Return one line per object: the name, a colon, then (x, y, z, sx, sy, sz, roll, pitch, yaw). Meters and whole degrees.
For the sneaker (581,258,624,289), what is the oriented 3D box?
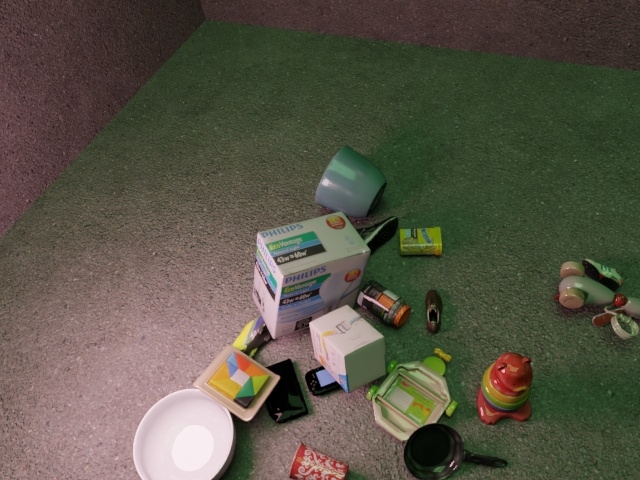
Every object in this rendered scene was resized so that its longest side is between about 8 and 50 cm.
sneaker: (1.100, 0.124, 1.972, 0.075, 0.057, 0.161, -22, 50, -30)

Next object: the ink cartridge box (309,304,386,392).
ink cartridge box: (0.095, 0.376, 1.786, 0.168, 0.171, 0.232, -21, 31, -23)

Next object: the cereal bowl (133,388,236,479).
cereal bowl: (-0.439, 0.683, 1.700, 0.338, 0.141, 0.339, -4, 53, 5)

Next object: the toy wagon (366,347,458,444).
toy wagon: (0.339, 0.527, 1.756, 0.267, 0.068, 0.344, 31, 62, 27)

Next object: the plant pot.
plant pot: (0.151, -0.237, 2.245, 0.235, 0.293, 0.293, 30, 61, 11)

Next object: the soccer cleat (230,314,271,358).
soccer cleat: (-0.291, 0.397, 1.951, 0.289, 0.093, 0.121, -42, 28, -17)

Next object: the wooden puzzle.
wooden puzzle: (-0.286, 0.485, 1.763, 0.238, 0.044, 0.221, 28, 37, 10)

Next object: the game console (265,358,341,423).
game console: (-0.034, 0.506, 1.840, 0.361, 0.044, 0.213, -19, 53, -7)

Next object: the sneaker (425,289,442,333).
sneaker: (0.438, 0.260, 1.943, 0.066, 0.071, 0.189, 0, 53, 8)

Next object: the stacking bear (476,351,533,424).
stacking bear: (0.603, 0.459, 1.627, 0.175, 0.289, 0.164, -7, 52, 3)

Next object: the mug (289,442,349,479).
mug: (-0.004, 0.751, 1.628, 0.169, 0.151, 0.113, 15, 20, 14)

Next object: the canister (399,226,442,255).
canister: (0.422, 0.004, 2.143, 0.169, 0.073, 0.126, -2, 52, 9)

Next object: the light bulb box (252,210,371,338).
light bulb box: (-0.046, 0.127, 1.881, 0.357, 0.361, 0.225, -15, 50, -25)

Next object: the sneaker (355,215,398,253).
sneaker: (0.209, -0.031, 2.184, 0.283, 0.107, 0.124, -38, 51, -20)

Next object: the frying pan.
frying pan: (0.417, 0.651, 1.606, 0.325, 0.198, 0.053, -12, 8, -5)

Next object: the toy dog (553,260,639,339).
toy dog: (1.007, 0.224, 1.869, 0.333, 0.161, 0.220, 40, 63, 15)

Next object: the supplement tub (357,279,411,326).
supplement tub: (0.246, 0.245, 1.954, 0.190, 0.117, 0.117, 33, 63, 28)
